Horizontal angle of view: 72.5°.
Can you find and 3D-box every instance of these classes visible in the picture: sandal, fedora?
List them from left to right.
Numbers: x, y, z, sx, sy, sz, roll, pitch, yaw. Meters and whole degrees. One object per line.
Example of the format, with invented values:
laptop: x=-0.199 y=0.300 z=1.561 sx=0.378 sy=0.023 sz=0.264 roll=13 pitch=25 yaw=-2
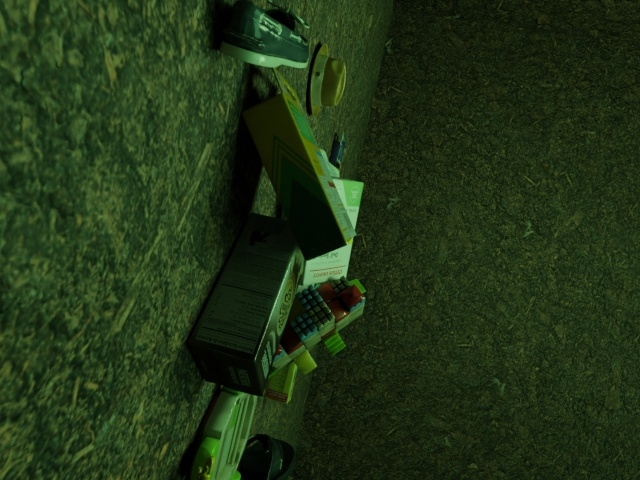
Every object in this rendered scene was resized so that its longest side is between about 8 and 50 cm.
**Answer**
sandal: x=-0.170 y=0.611 z=1.183 sx=0.446 sy=0.168 sz=0.106 roll=25 pitch=60 yaw=-83
fedora: x=0.023 y=-0.433 z=1.199 sx=0.194 sy=0.079 sz=0.194 roll=11 pitch=90 yaw=-83

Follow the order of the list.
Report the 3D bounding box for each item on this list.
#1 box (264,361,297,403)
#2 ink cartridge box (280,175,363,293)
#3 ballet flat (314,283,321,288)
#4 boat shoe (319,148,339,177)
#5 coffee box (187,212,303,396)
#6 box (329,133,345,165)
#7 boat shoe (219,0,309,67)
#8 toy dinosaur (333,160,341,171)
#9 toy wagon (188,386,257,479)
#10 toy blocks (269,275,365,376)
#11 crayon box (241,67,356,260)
box: x=-0.122 y=0.428 z=1.493 sx=0.058 sy=0.088 sz=0.232 roll=30 pitch=74 yaw=-80
ink cartridge box: x=-0.011 y=0.000 z=1.193 sx=0.207 sy=0.119 sz=0.352 roll=-5 pitch=108 yaw=-52
ballet flat: x=-0.063 y=0.259 z=1.492 sx=0.409 sy=0.147 sz=0.146 roll=-39 pitch=141 yaw=-77
boat shoe: x=0.003 y=-0.202 z=1.353 sx=0.227 sy=0.080 sz=0.081 roll=45 pitch=48 yaw=-67
coffee box: x=-0.124 y=0.117 z=0.837 sx=0.168 sy=0.119 sz=0.297 roll=94 pitch=11 yaw=-52
box: x=0.064 y=-0.330 z=1.828 sx=0.136 sy=0.037 sz=0.225 roll=-11 pitch=115 yaw=-82
boat shoe: x=-0.071 y=-0.315 z=0.662 sx=0.254 sy=0.095 sz=0.079 roll=-45 pitch=158 yaw=-60
toy dinosaur: x=0.025 y=-0.173 z=1.508 sx=0.064 sy=0.113 sz=0.211 roll=-70 pitch=170 yaw=-48
toy wagon: x=-0.206 y=0.423 z=0.931 sx=0.344 sy=0.068 sz=0.266 roll=40 pitch=62 yaw=-81
toy blocks: x=-0.027 y=0.210 z=1.149 sx=0.382 sy=0.190 sz=0.261 roll=-33 pitch=161 yaw=-10
crayon box: x=-0.038 y=-0.134 z=0.811 sx=0.203 sy=0.083 sz=0.322 roll=-29 pitch=97 yaw=-80
